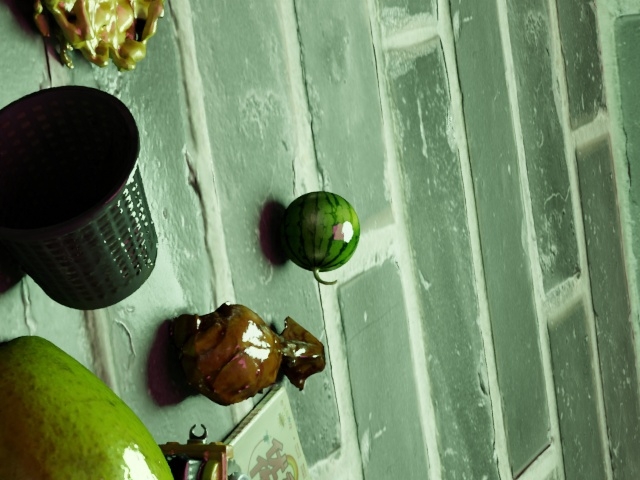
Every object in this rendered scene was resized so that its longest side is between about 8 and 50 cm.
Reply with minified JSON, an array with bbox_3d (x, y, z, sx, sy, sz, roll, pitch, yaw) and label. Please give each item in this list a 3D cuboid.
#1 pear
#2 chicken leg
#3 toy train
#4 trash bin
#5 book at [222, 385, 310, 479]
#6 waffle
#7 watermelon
[{"bbox_3d":[-0.224,0.199,1.602,0.288,0.139,0.239,-25,101,-63],"label":"pear"},{"bbox_3d":[-0.066,0.122,1.966,0.304,0.093,0.113,1,75,-67],"label":"chicken leg"},{"bbox_3d":[-0.138,0.297,1.790,0.127,0.089,0.219,16,73,-63],"label":"toy train"},{"bbox_3d":[-0.226,-0.028,1.596,0.161,0.175,0.175,71,29,-52],"label":"trash bin"},{"bbox_3d":[-0.075,0.289,1.989,0.232,0.022,0.162,-43,125,-56],"label":"book"},{"bbox_3d":[-0.224,-0.311,1.722,0.280,0.060,0.262,54,42,-47],"label":"waffle"},{"bbox_3d":[-0.003,-0.006,2.088,0.109,0.109,0.109,13,76,-62],"label":"watermelon"}]
